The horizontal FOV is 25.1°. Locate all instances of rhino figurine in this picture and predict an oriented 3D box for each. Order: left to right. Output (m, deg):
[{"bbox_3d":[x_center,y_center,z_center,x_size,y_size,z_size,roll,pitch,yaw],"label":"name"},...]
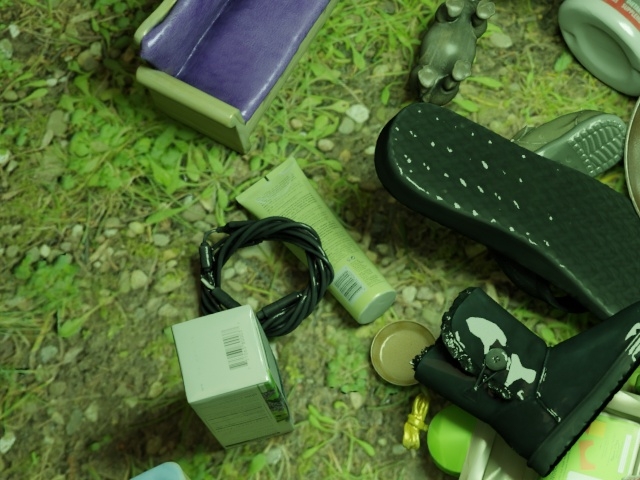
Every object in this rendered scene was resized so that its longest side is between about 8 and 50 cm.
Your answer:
[{"bbox_3d":[0.180,-0.280,1.855,0.073,0.106,0.243,25,74,-2],"label":"rhino figurine"}]

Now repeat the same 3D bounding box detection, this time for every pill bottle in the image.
[{"bbox_3d":[0.450,-0.332,1.815,0.161,0.161,0.283,41,78,18],"label":"pill bottle"}]

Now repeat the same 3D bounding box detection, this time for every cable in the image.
[{"bbox_3d":[-0.070,0.047,1.759,0.184,0.047,0.151,-1,77,24],"label":"cable"}]

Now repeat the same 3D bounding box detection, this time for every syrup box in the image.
[{"bbox_3d":[-0.096,0.161,1.643,0.096,0.237,0.093,-15,69,1],"label":"syrup box"}]

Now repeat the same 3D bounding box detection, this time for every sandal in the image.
[{"bbox_3d":[0.256,-0.014,1.711,0.445,0.107,0.167,31,58,-10],"label":"sandal"}]

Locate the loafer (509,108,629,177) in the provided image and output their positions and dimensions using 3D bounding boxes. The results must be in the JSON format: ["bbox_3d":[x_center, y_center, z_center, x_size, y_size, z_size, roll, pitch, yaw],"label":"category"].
[{"bbox_3d":[0.262,-0.088,1.793,0.251,0.094,0.087,-25,25,2],"label":"loafer"}]

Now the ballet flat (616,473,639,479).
[{"bbox_3d":[0.410,0.280,1.572,0.241,0.077,0.091,-16,77,-13],"label":"ballet flat"}]

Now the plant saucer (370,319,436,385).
[{"bbox_3d":[0.103,0.138,1.750,0.083,0.015,0.083,-2,70,5],"label":"plant saucer"}]

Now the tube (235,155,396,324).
[{"bbox_3d":[0.000,0.000,1.796,0.070,0.062,0.240,-16,56,-46],"label":"tube"}]

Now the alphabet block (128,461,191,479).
[{"bbox_3d":[-0.194,0.383,1.590,0.193,0.197,0.192,-24,68,-4],"label":"alphabet block"}]

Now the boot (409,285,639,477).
[{"bbox_3d":[0.246,0.114,1.620,0.207,0.094,0.246,40,91,16],"label":"boot"}]

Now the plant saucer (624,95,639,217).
[{"bbox_3d":[0.515,-0.104,1.685,0.310,0.050,0.311,-5,80,29],"label":"plant saucer"}]

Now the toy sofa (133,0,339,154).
[{"bbox_3d":[-0.078,-0.311,1.856,0.150,0.177,0.362,28,74,16],"label":"toy sofa"}]

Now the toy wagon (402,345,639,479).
[{"bbox_3d":[0.265,0.258,1.660,0.344,0.068,0.267,15,71,12],"label":"toy wagon"}]
